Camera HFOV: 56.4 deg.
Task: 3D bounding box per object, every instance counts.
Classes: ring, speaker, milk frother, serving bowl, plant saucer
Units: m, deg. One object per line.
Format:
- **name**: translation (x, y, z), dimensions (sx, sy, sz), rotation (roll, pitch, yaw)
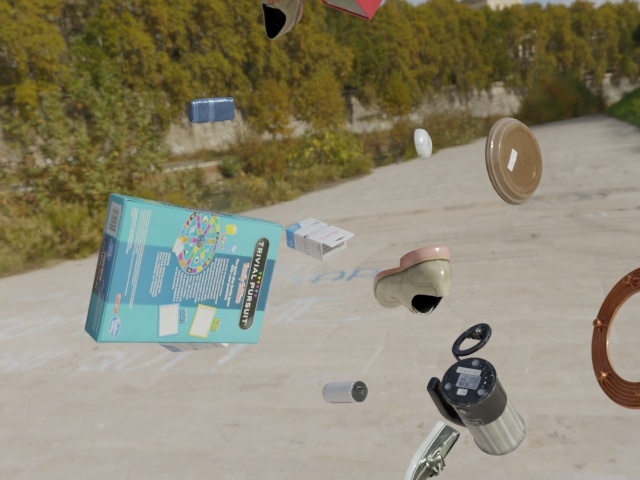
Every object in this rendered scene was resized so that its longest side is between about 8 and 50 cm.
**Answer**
- **ring**: translation (0.723, 0.214, 1.363), dimensions (0.032, 0.337, 0.336), rotation (17, 8, -8)
- **speaker**: translation (0.061, 0.383, 1.507), dimensions (0.055, 0.055, 0.136), rotation (-14, -6, -35)
- **milk frother**: translation (0.250, 0.222, 0.910), dimensions (0.143, 0.135, 0.129), rotation (-45, 33, -17)
- **serving bowl**: translation (0.271, -0.251, 1.549), dimensions (0.027, 0.083, 0.083), rotation (-10, 8, 27)
- **plant saucer**: translation (0.614, -0.250, 1.868), dimensions (0.277, 0.278, 0.041), rotation (-14, 6, -38)

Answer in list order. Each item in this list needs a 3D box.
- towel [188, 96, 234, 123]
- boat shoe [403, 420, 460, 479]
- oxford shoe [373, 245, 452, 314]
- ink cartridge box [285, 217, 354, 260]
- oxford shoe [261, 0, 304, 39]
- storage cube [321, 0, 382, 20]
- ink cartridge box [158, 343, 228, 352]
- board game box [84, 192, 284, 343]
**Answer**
- **towel**: translation (-0.287, -0.345, 1.572), dimensions (0.119, 0.067, 0.029), rotation (-11, 44, -27)
- **boat shoe**: translation (0.283, 0.560, 1.523), dimensions (0.070, 0.078, 0.219), rotation (22, 54, 31)
- **oxford shoe**: translation (0.241, 0.143, 1.636), dimensions (0.140, 0.147, 0.397), rotation (-3, -20, -13)
- **ink cartridge box**: translation (0.000, 0.000, 1.689), dimensions (0.180, 0.060, 0.104), rotation (22, 36, 39)
- **oxford shoe**: translation (-0.101, -0.714, 1.663), dimensions (0.123, 0.348, 0.130), rotation (23, 60, 10)
- **storage cube**: translation (0.078, -0.733, 1.567), dimensions (0.183, 0.193, 0.215), rotation (34, 5, 33)
- **ink cartridge box**: translation (-0.361, 0.240, 1.623), dimensions (0.190, 0.082, 0.139), rotation (-11, -35, 24)
- **board game box**: translation (-0.250, 0.065, 1.138), dimensions (0.336, 0.254, 0.079), rotation (9, 6, -40)
